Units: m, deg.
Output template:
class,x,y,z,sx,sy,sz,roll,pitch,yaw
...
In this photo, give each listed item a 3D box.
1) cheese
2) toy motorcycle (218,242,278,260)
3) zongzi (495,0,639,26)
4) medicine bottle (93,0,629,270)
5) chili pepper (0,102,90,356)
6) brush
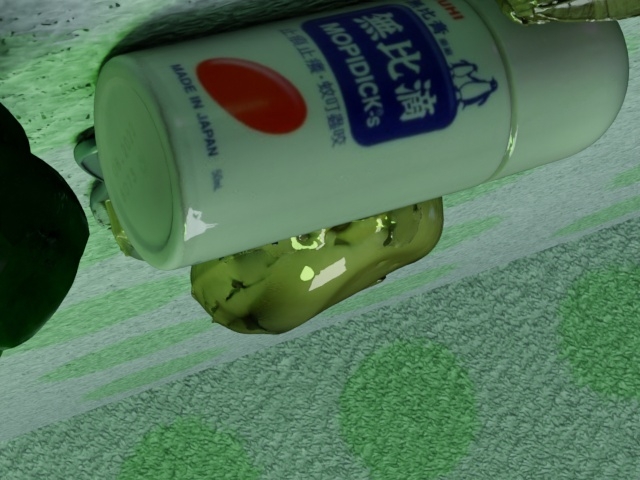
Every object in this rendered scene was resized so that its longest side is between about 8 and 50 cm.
class,x,y,z,sx,sy,sz,roll,pitch,yaw
cheese,0.000,0.000,1.432,0.259,0.128,0.316,-27,179,-7
toy motorcycle,-0.028,-0.044,1.207,0.190,0.074,0.106,-30,180,-18
zongzi,0.176,-0.166,0.927,0.160,0.078,0.176,-15,175,0
medicine bottle,0.041,-0.083,0.933,0.341,0.130,0.130,-15,170,-26
chili pepper,-0.217,0.001,0.779,0.174,0.165,0.261,-37,170,-7
brush,-0.141,-0.024,1.132,0.068,0.060,0.297,-17,172,-4
